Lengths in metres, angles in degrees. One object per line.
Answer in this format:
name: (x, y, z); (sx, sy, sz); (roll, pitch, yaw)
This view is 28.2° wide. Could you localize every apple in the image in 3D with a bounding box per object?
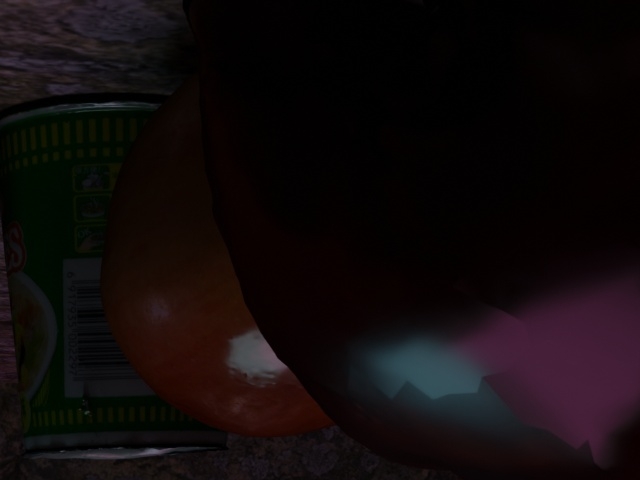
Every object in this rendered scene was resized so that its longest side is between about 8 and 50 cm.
apple: (0.000, 0.000, 0.750); (0.242, 0.242, 0.241); (5, 166, -27)

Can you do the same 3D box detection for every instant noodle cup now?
instant noodle cup: (-0.136, 0.037, 0.914); (0.207, 0.233, 0.207); (-2, 168, 0)

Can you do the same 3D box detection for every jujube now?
jujube: (0.111, -0.039, 0.484); (0.276, 0.276, 0.377); (-6, 171, 23)
